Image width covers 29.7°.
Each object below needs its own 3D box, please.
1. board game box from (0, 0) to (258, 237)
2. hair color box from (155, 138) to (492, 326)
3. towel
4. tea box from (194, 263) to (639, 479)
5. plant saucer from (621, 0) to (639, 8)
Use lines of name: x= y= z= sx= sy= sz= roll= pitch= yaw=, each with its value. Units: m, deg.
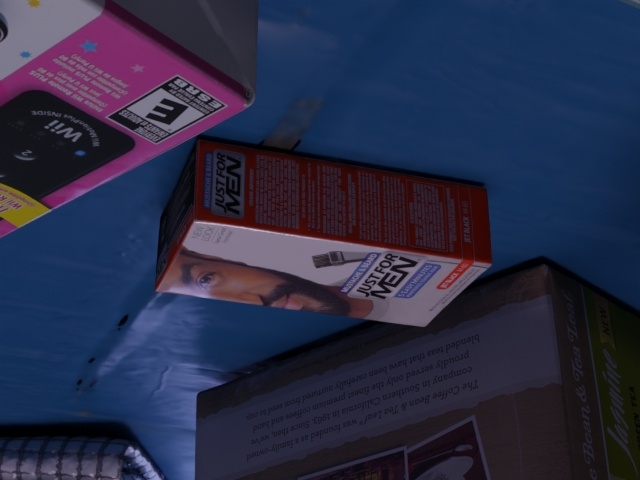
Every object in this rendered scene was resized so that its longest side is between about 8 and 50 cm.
board game box: x=-0.208 y=-0.077 z=0.475 sx=0.303 sy=0.098 sz=0.224 roll=-22 pitch=145 yaw=34
hair color box: x=0.000 y=0.000 z=0.673 sx=0.167 sy=0.053 sz=0.093 roll=9 pitch=152 yaw=-16
towel: x=-0.264 y=0.271 z=1.108 sx=0.235 sy=0.121 sz=0.284 roll=-2 pitch=152 yaw=4
tea box: x=0.128 y=0.209 z=0.897 sx=0.329 sy=0.220 sz=0.323 roll=-24 pitch=146 yaw=35
plant saucer: x=0.147 y=-0.117 z=0.494 sx=0.192 sy=0.018 sz=0.067 roll=15 pitch=148 yaw=-26
